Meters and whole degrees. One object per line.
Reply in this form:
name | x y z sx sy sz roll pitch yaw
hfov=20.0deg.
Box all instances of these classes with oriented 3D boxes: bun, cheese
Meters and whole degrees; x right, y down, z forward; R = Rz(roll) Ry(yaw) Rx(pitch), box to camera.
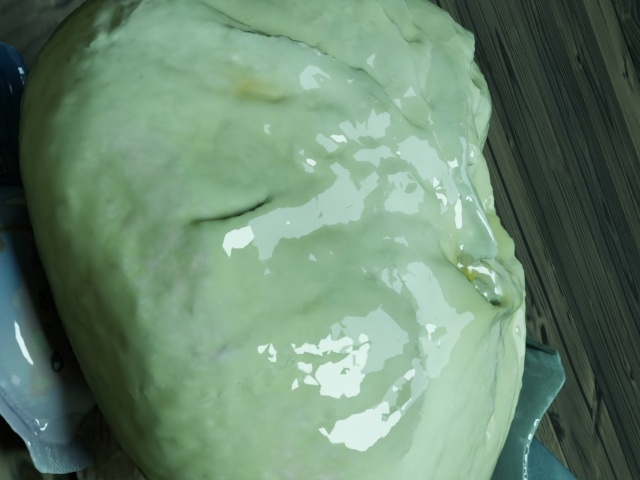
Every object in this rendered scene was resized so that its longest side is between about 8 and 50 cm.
bun | 0.000 0.000 0.981 0.361 0.213 0.361 41 38 -42
cheese | -0.163 0.004 0.967 0.135 0.052 0.244 5 68 -68

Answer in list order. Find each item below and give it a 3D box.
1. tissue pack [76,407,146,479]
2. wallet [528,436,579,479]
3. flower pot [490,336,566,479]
tissue pack | -0.045 0.122 1.154 0.325 0.071 0.170 43 38 -54
wallet | 0.223 0.332 1.716 0.251 0.054 0.290 45 36 -49
flower pot | 0.098 0.168 1.338 0.108 0.103 0.229 25 78 -61
